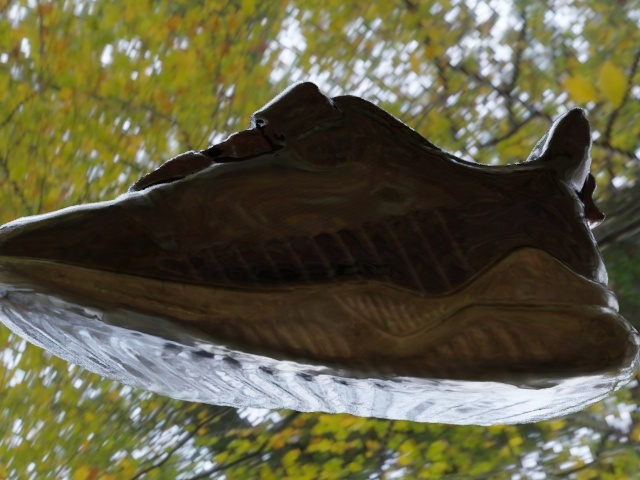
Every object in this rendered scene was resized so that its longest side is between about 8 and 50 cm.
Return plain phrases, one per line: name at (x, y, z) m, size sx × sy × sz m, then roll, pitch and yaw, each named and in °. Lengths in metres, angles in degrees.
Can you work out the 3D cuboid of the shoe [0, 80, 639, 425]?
shoe at (0.000, 0.000, 0.547) m, size 0.227 × 0.099 × 0.112 m, roll 8°, pitch -108°, yaw 1°
